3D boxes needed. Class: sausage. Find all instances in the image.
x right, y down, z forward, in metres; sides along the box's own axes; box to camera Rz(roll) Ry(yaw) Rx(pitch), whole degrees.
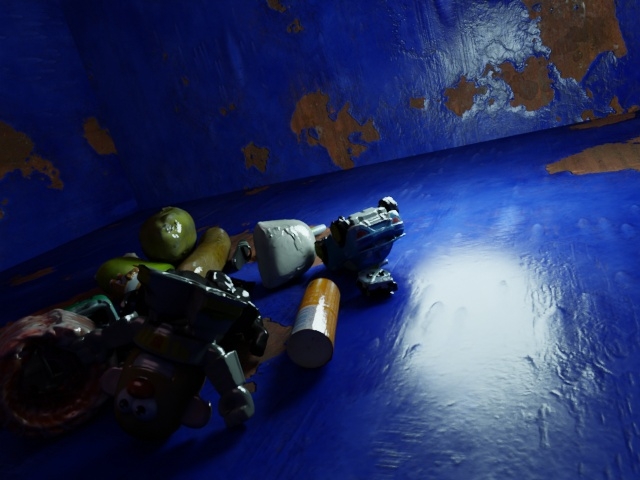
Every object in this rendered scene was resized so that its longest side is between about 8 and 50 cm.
[{"bbox_3d":[-0.396,0.059,1.669,0.136,0.123,0.501,18,15,-7],"label":"sausage"},{"bbox_3d":[-0.006,0.160,1.050,0.093,0.092,0.312,-13,16,9],"label":"sausage"}]

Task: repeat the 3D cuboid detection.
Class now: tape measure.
[{"bbox_3d":[0.135,0.105,1.163,0.091,0.054,0.094,-11,18,-6],"label":"tape measure"}]

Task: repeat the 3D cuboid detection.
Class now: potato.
[{"bbox_3d":[-0.555,-0.015,1.750,0.218,0.202,0.351,-52,10,-17],"label":"potato"}]

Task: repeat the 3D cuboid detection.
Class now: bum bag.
[{"bbox_3d":[-0.267,0.154,1.365,0.123,0.060,0.248,-15,15,7],"label":"bum bag"}]

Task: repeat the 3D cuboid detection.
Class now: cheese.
[{"bbox_3d":[-0.104,0.030,1.410,0.189,0.198,0.154,-12,11,-21],"label":"cheese"}]

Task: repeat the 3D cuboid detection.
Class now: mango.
[{"bbox_3d":[-0.652,0.129,1.682,0.293,0.142,0.175,-1,12,12],"label":"mango"}]

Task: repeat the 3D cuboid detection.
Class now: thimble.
[{"bbox_3d":[-0.539,0.263,0.960,0.239,0.239,0.162,-24,18,-25],"label":"thimble"}]

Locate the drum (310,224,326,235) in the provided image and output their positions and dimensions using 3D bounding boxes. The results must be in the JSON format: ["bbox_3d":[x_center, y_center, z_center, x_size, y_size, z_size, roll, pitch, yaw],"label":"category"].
[{"bbox_3d":[-0.107,-0.003,1.755,0.253,0.049,0.130,-28,21,-37],"label":"drum"}]

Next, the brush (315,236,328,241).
[{"bbox_3d":[0.000,0.000,1.717,0.083,0.008,0.024,-18,13,-7],"label":"brush"}]

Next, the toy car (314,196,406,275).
[{"bbox_3d":[0.111,0.014,1.320,0.198,0.165,0.314,-20,-12,-23],"label":"toy car"}]

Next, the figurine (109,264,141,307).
[{"bbox_3d":[-0.553,0.149,1.502,0.271,0.143,0.143,-3,21,35],"label":"figurine"}]

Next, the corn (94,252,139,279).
[{"bbox_3d":[-0.835,0.125,1.971,0.087,0.087,0.211,-7,25,27],"label":"corn"}]

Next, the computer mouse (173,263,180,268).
[{"bbox_3d":[-0.567,0.079,1.908,0.089,0.056,0.181,-5,18,19],"label":"computer mouse"}]

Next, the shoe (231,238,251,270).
[{"bbox_3d":[-0.271,0.050,1.704,0.049,0.071,0.179,-12,23,10],"label":"shoe"}]

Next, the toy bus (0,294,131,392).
[{"bbox_3d":[-0.639,0.265,1.123,0.344,0.183,0.199,-23,14,-25],"label":"toy bus"}]

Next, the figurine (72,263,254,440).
[{"bbox_3d":[-0.269,0.209,0.846,0.343,0.284,0.167,18,-5,33],"label":"figurine"}]

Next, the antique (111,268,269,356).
[{"bbox_3d":[-0.280,0.161,1.065,0.322,0.185,0.255,15,1,-13],"label":"antique"}]
